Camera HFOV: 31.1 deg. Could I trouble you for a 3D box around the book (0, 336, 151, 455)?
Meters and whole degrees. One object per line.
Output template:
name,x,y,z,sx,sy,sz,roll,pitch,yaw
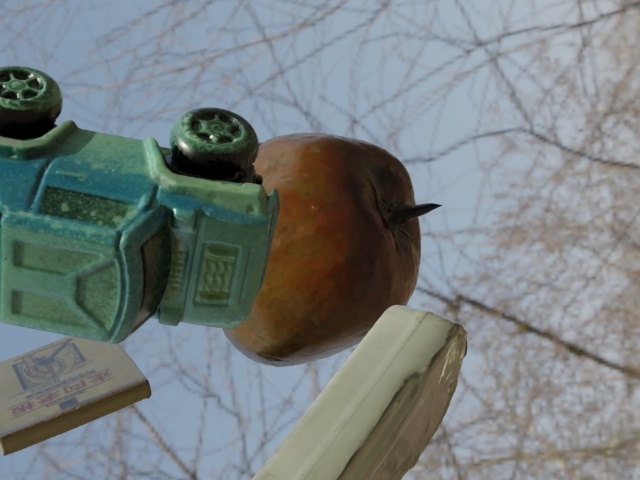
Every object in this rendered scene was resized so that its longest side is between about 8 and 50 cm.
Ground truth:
book,-0.286,0.155,1.246,0.161,0.231,0.026,-21,-72,-17

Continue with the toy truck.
toy truck,-0.174,-0.017,0.862,0.156,0.278,0.155,-83,7,-49

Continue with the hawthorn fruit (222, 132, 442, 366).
hawthorn fruit,0.000,0.000,1.323,0.268,0.300,0.268,-17,-90,-76

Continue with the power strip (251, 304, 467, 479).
power strip,0.003,0.078,0.364,0.191,0.030,0.048,-45,-32,-50
